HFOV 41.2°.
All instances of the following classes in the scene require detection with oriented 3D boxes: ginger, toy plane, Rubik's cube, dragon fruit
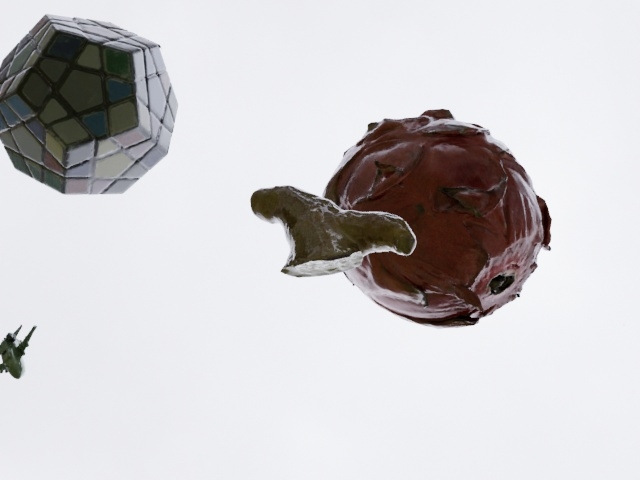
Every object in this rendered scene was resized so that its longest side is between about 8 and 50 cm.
[{"bbox_3d":[0.000,0.001,0.414,0.097,0.030,0.048,17,-128,34],"label":"ginger"},{"bbox_3d":[-0.372,0.137,1.027,0.080,0.033,0.083,-43,-142,8],"label":"toy plane"},{"bbox_3d":[-0.139,-0.080,0.503,0.111,0.093,0.111,1,-94,-12],"label":"Rubik's cube"},{"bbox_3d":[0.121,-0.026,0.920,0.252,0.241,0.241,44,-80,14],"label":"dragon fruit"}]
